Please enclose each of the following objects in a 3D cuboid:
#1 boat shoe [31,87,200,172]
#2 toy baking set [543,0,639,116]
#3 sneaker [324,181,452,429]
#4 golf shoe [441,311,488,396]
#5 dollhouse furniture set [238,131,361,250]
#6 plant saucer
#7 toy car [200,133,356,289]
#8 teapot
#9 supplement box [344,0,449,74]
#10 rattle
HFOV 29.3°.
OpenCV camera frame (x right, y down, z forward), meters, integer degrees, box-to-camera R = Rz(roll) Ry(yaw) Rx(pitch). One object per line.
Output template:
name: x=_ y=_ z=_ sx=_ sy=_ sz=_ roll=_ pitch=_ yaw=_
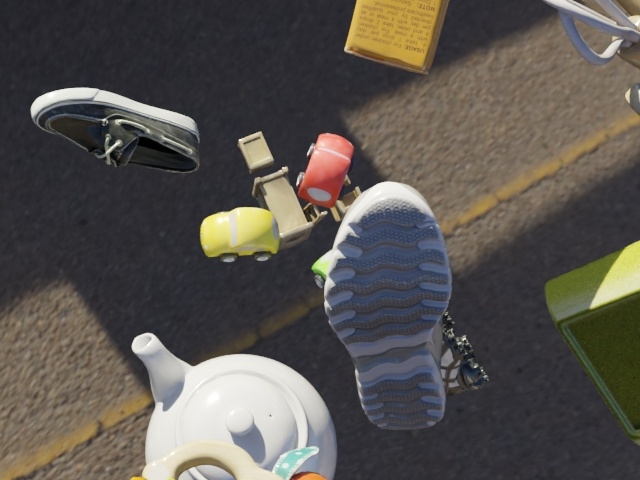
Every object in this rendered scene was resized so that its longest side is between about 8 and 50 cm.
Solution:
boat shoe: x=-0.251 y=-0.132 z=1.530 sx=0.219 sy=0.078 sz=0.070 roll=9 pitch=52 yaw=-26
toy baking set: x=0.192 y=-0.099 z=0.683 sx=0.256 sy=0.030 sz=0.197 roll=49 pitch=27 yaw=4
sneaker: x=0.057 y=0.046 z=1.075 sx=0.105 sy=0.281 sz=0.115 roll=-3 pitch=46 yaw=1
golf shoe: x=0.121 y=0.130 z=1.395 sx=0.093 sy=0.198 sz=0.077 roll=-26 pitch=47 yaw=9
dollhouse furniture set: x=-0.032 y=-0.101 z=2.064 sx=0.160 sy=0.101 sz=0.182 roll=-22 pitch=80 yaw=-11
plant saucer: x=0.296 y=0.099 z=1.080 sx=0.045 sy=0.188 sz=0.188 roll=-34 pitch=92 yaw=-38
toy car: x=0.000 y=0.000 z=1.509 sx=0.239 sy=0.053 sz=0.225 roll=-37 pitch=82 yaw=-17
teapot: x=-0.090 y=0.243 z=1.463 sx=0.255 sy=0.187 sz=0.253 roll=-3 pitch=67 yaw=-6
supplement box: x=0.085 y=-0.262 z=1.038 sx=0.080 sy=0.078 sz=0.234 roll=13 pitch=98 yaw=8
rattle: x=-0.082 y=0.236 z=1.217 sx=0.199 sy=0.143 sz=0.130 roll=-6 pitch=47 yaw=-1
